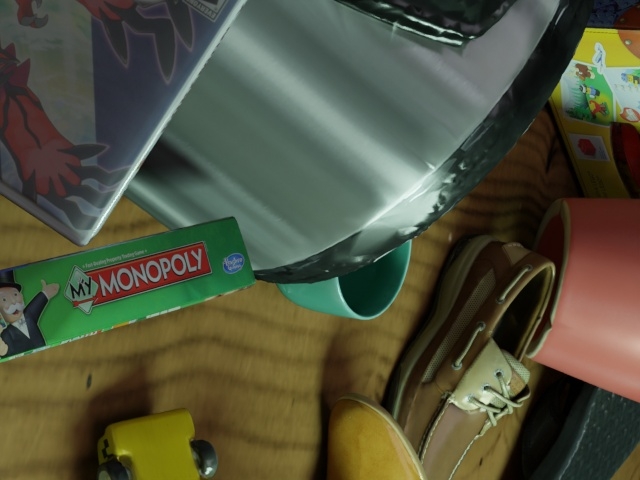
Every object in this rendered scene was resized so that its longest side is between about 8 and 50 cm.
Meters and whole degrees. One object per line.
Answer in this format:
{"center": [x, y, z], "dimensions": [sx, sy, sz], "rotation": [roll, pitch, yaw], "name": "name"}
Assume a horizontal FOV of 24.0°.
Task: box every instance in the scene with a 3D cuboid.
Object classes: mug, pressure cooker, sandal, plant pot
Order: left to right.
{"center": [-0.082, -0.214, 0.933], "dimensions": [0.375, 0.370, 0.420], "rotation": [-44, 118, 13], "name": "pressure cooker"}
{"center": [0.005, -0.005, 1.390], "dimensions": [0.129, 0.097, 0.158], "rotation": [-61, 141, -25], "name": "mug"}
{"center": [0.306, 0.266, 1.918], "dimensions": [0.446, 0.107, 0.167], "rotation": [-52, 140, -17], "name": "sandal"}
{"center": [0.377, 0.068, 1.772], "dimensions": [0.275, 0.243, 0.275], "rotation": [-169, -90, -86], "name": "plant pot"}

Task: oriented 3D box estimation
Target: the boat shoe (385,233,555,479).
{"center": [0.167, 0.141, 1.644], "dimensions": [0.122, 0.120, 0.324], "rotation": [44, 62, -51], "name": "boat shoe"}

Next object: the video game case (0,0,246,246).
{"center": [-0.154, -0.124, 0.746], "dimensions": [0.183, 0.201, 0.023], "rotation": [-55, -176, 17], "name": "video game case"}

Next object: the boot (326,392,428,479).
{"center": [0.016, 0.321, 1.487], "dimensions": [0.211, 0.104, 0.295], "rotation": [-37, 124, -40], "name": "boot"}

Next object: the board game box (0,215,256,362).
{"center": [-0.223, 0.060, 0.878], "dimensions": [0.213, 0.317, 0.046], "rotation": [-15, 88, -54], "name": "board game box"}

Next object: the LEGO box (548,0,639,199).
{"center": [0.472, -0.225, 1.939], "dimensions": [0.372, 0.193, 0.500], "rotation": [-60, 141, -28], "name": "LEGO box"}

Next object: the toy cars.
{"center": [-0.056, 0.307, 1.275], "dimensions": [0.393, 0.087, 0.176], "rotation": [40, 52, -14], "name": "toy cars"}
